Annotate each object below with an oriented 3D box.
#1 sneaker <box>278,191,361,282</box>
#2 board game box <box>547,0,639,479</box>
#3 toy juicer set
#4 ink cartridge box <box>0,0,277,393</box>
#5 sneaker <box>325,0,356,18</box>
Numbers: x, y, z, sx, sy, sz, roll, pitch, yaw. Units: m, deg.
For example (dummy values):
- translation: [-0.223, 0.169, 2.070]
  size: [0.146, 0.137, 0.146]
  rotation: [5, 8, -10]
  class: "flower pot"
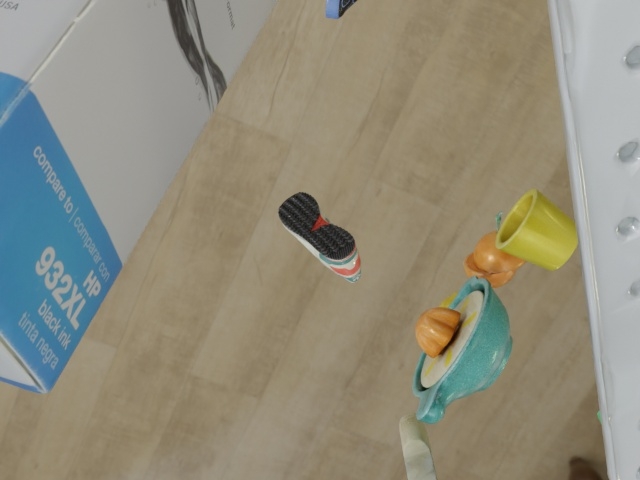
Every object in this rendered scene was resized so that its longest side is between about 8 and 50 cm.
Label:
- translation: [0.000, 0.000, 1.077]
  size: [0.057, 0.161, 0.075]
  rotation: [-36, 134, -11]
  class: "sneaker"
- translation: [0.299, -0.067, 0.363]
  size: [0.390, 0.050, 0.390]
  rotation: [-17, 125, 5]
  class: "board game box"
- translation: [0.129, 0.105, 0.841]
  size: [0.089, 0.209, 0.329]
  rotation: [30, 80, -4]
  class: "toy juicer set"
- translation: [-0.170, -0.111, 0.409]
  size: [0.223, 0.307, 0.129]
  rotation: [13, 147, 17]
  class: "ink cartridge box"
- translation: [0.085, -0.533, 1.621]
  size: [0.090, 0.081, 0.232]
  rotation: [20, 76, 10]
  class: "sneaker"
